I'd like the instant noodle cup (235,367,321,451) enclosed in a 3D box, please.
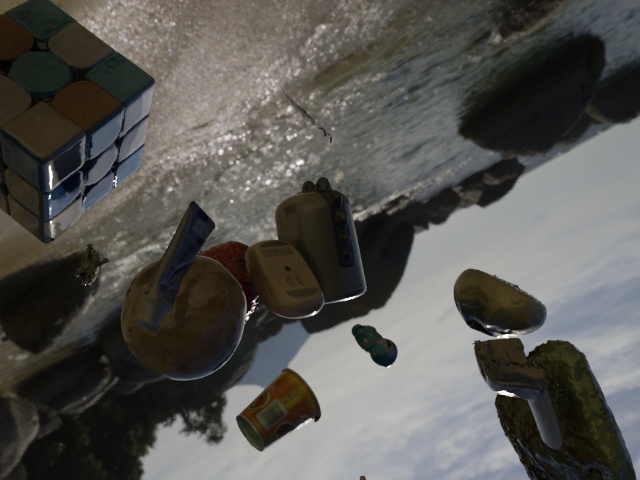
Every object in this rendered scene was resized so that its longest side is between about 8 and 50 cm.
[{"bbox_3d":[-0.119,0.464,1.611,0.185,0.169,0.168,-32,178,-30],"label":"instant noodle cup"}]

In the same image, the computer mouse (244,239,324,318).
[{"bbox_3d":[-0.085,0.091,1.380,0.145,0.236,0.082,-7,133,-32],"label":"computer mouse"}]

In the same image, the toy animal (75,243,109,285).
[{"bbox_3d":[-0.591,0.066,1.549,0.086,0.069,0.220,-59,-160,10],"label":"toy animal"}]

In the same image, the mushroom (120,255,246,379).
[{"bbox_3d":[-0.312,0.180,1.429,0.297,0.298,0.290,-29,171,4],"label":"mushroom"}]

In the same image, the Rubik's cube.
[{"bbox_3d":[-0.631,-0.270,1.368,0.347,0.344,0.347,-52,177,-36],"label":"Rubik's cube"}]

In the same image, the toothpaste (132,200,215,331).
[{"bbox_3d":[-0.292,0.053,1.214,0.061,0.266,0.096,9,154,29],"label":"toothpaste"}]

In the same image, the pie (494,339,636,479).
[{"bbox_3d":[0.593,0.456,1.454,0.180,0.395,0.418,-18,154,-11],"label":"pie"}]

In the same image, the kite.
[{"bbox_3d":[-0.031,-0.322,1.569,0.016,0.229,0.127,-43,139,5],"label":"kite"}]

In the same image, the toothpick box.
[{"bbox_3d":[0.000,0.000,1.545,0.228,0.317,0.229,-9,180,0],"label":"toothpick box"}]

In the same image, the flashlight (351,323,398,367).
[{"bbox_3d":[0.092,0.185,1.076,0.051,0.051,0.129,-27,-157,-18],"label":"flashlight"}]

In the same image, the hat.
[{"bbox_3d":[0.412,0.324,1.278,0.149,0.245,0.214,-7,-173,6],"label":"hat"}]

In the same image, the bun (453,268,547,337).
[{"bbox_3d":[0.493,0.187,1.667,0.169,0.272,0.273,-64,176,-1],"label":"bun"}]

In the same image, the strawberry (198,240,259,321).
[{"bbox_3d":[-0.308,0.126,1.786,0.276,0.258,0.257,9,169,-8],"label":"strawberry"}]

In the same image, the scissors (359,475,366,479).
[{"bbox_3d":[0.136,0.733,1.511,0.024,0.318,0.160,-9,-149,14],"label":"scissors"}]
